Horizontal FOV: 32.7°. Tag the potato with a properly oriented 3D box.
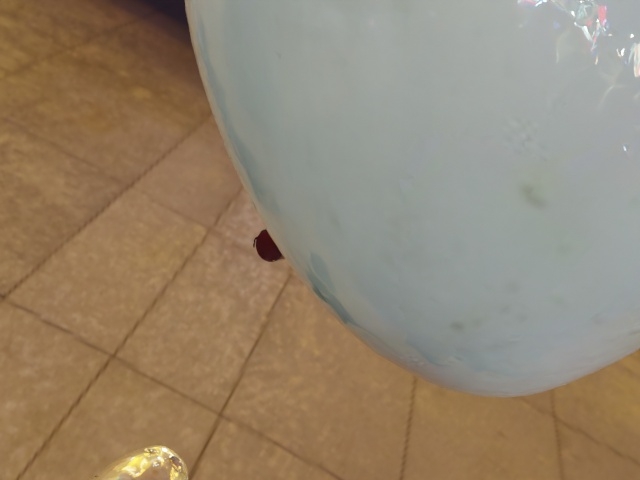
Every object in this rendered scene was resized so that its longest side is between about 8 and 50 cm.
[{"bbox_3d":[-0.239,0.320,1.223,0.128,0.235,0.161,50,-22,-11],"label":"potato"}]

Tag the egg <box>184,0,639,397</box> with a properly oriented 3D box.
[{"bbox_3d":[0.050,-0.046,0.415,0.264,0.174,0.286,18,-16,45],"label":"egg"}]

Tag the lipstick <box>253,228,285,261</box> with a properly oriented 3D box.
[{"bbox_3d":[0.001,0.000,0.882,0.027,0.027,0.176,37,17,20],"label":"lipstick"}]
